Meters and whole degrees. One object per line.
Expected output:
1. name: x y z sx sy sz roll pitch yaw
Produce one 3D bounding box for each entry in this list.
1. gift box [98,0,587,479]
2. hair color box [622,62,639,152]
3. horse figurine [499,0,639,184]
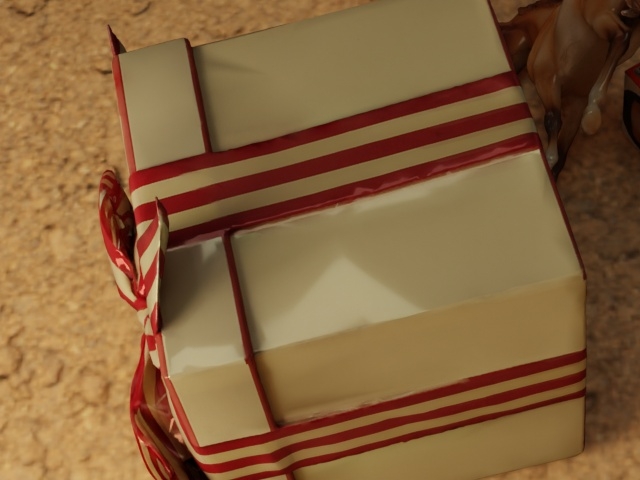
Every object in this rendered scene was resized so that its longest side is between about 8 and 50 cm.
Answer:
1. gift box: 0.000 0.000 0.935 0.258 0.276 0.255 -15 51 1
2. hair color box: 0.256 -0.055 1.044 0.043 0.072 0.141 -28 57 -10
3. horse figurine: 0.176 -0.123 1.019 0.066 0.263 0.174 15 64 -10
